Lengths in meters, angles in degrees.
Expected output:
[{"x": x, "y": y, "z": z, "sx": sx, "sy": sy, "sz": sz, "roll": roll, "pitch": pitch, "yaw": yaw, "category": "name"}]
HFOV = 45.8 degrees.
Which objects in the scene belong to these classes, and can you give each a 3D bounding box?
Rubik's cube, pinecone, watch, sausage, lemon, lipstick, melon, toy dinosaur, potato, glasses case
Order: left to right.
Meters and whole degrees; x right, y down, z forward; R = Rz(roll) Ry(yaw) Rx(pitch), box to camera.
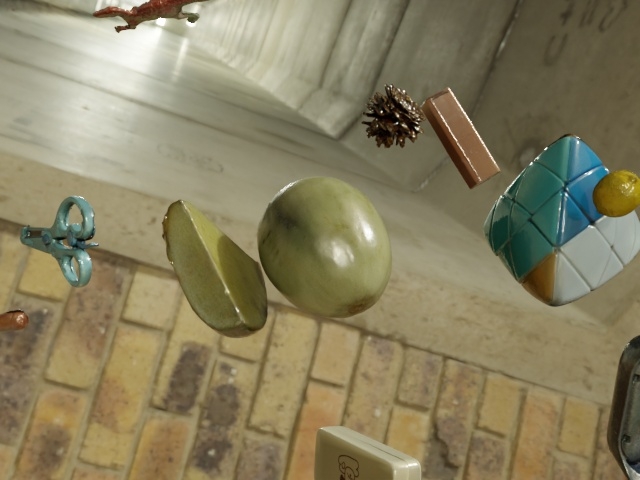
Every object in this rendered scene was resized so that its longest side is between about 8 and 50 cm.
[{"x": -0.654, "y": 0.171, "z": 1.543, "sx": 0.176, "sy": 0.047, "sz": 0.041, "roll": -14, "pitch": -115, "yaw": 36, "category": "sausage"}, {"x": -0.311, "y": -0.471, "z": 1.521, "sx": 0.167, "sy": 0.242, "sz": 0.053, "roll": -7, "pitch": 86, "yaw": -72, "category": "toy dinosaur"}, {"x": -0.206, "y": 0.093, "z": 1.458, "sx": 0.112, "sy": 0.269, "sz": 0.255, "roll": -35, "pitch": -135, "yaw": 13, "category": "potato"}, {"x": 0.008, "y": 0.009, "z": 1.493, "sx": 0.308, "sy": 0.271, "sz": 0.272, "roll": 29, "pitch": -77, "yaw": 36, "category": "melon"}, {"x": 0.089, "y": 0.481, "z": 1.564, "sx": 0.312, "sy": 0.070, "sz": 0.131, "roll": 3, "pitch": -91, "yaw": 61, "category": "glasses case"}, {"x": 0.151, "y": -0.254, "z": 1.592, "sx": 0.120, "sy": 0.140, "sz": 0.140, "roll": -38, "pitch": -151, "yaw": 25, "category": "pinecone"}, {"x": 0.205, "y": -0.150, "z": 1.114, "sx": 0.045, "sy": 0.145, "sz": 0.045, "roll": -29, "pitch": 176, "yaw": -12, "category": "lipstick"}, {"x": 0.336, "y": 0.003, "z": 1.166, "sx": 0.254, "sy": 0.254, "sz": 0.255, "roll": -162, "pitch": -90, "yaw": -76, "category": "Rubik's cube"}, {"x": 0.405, "y": -0.062, "z": 1.035, "sx": 0.083, "sy": 0.062, "sz": 0.062, "roll": 121, "pitch": -19, "yaw": -55, "category": "lemon"}, {"x": 0.371, "y": 0.189, "z": 0.738, "sx": 0.193, "sy": 0.068, "sz": 0.207, "roll": -145, "pitch": -123, "yaw": -59, "category": "watch"}]

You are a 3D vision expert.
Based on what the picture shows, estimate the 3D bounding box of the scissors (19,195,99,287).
[{"x": -0.555, "y": -0.005, "z": 1.573, "sx": 0.392, "sy": 0.032, "sz": 0.180, "roll": 6, "pitch": -84, "yaw": 50, "category": "scissors"}]
